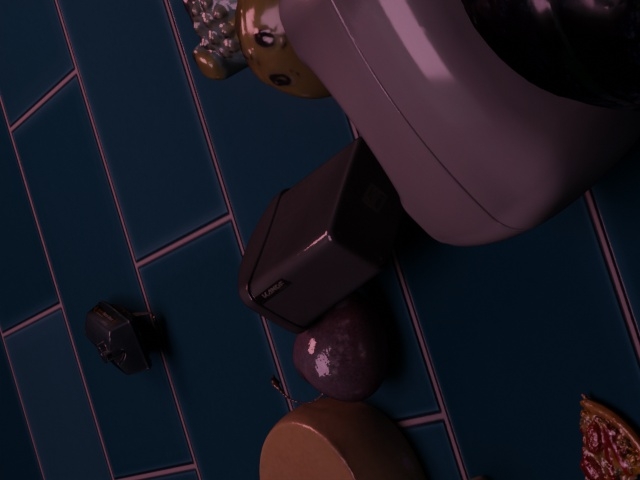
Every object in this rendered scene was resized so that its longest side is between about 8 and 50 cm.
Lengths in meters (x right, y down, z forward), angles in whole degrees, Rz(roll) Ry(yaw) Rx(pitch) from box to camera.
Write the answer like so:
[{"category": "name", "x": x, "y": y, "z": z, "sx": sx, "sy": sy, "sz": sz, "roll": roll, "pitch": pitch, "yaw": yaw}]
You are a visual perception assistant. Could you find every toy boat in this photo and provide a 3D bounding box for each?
[{"category": "toy boat", "x": -0.326, "y": 0.147, "z": 2.184, "sx": 0.246, "sy": 0.103, "sz": 0.093, "roll": 20, "pitch": 133, "yaw": 66}]

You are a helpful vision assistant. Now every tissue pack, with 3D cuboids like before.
[{"category": "tissue pack", "x": 0.139, "y": -0.175, "z": 1.217, "sx": 0.333, "sy": 0.229, "sz": 0.236, "roll": 54, "pitch": 148, "yaw": -2}]

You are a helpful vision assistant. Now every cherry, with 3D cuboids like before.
[{"category": "cherry", "x": 0.009, "y": 0.123, "z": 1.665, "sx": 0.188, "sy": 0.115, "sz": 0.148, "roll": 26, "pitch": 135, "yaw": 58}]

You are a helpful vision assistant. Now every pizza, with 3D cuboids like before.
[{"category": "pizza", "x": 0.296, "y": 0.212, "z": 1.355, "sx": 0.099, "sy": 0.029, "sz": 0.100, "roll": 12, "pitch": 112, "yaw": 52}]

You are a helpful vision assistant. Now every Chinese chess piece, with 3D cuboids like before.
[{"category": "Chinese chess piece", "x": 0.030, "y": 0.331, "z": 1.716, "sx": 0.273, "sy": 0.102, "sz": 0.273, "roll": 26, "pitch": 124, "yaw": 47}]

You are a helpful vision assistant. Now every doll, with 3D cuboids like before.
[{"category": "doll", "x": -0.044, "y": -0.258, "z": 1.553, "sx": 0.260, "sy": 0.161, "sz": 0.177, "roll": 29, "pitch": 144, "yaw": 50}]

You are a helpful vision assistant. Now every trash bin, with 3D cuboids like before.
[{"category": "trash bin", "x": 0.000, "y": 0.000, "z": 1.579, "sx": 0.236, "sy": 0.101, "sz": 0.177, "roll": -36, "pitch": 28, "yaw": 51}]

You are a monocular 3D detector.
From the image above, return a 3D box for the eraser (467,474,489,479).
[{"category": "eraser", "x": 0.105, "y": 0.396, "z": 1.479, "sx": 0.092, "sy": 0.274, "sz": 0.210, "roll": 21, "pitch": 119, "yaw": 49}]

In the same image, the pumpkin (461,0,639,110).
[{"category": "pumpkin", "x": 0.272, "y": -0.219, "z": 0.947, "sx": 0.363, "sy": 0.363, "sz": 0.266, "roll": 10, "pitch": 94, "yaw": 53}]
